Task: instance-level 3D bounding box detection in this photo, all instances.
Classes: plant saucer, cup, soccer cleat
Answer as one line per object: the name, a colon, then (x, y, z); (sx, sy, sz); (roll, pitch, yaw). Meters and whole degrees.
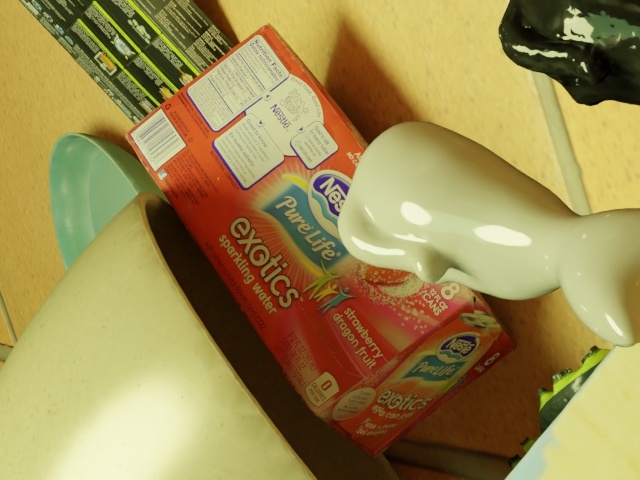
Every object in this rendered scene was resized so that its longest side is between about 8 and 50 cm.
plant saucer: (-0.171, 0.041, 1.782); (0.317, 0.044, 0.317); (44, 146, 41)
cup: (-0.102, 0.170, 1.207); (0.331, 0.237, 0.331); (51, -176, -5)
soccer cleat: (0.164, 0.124, 1.148); (0.072, 0.060, 0.179); (47, 156, 20)

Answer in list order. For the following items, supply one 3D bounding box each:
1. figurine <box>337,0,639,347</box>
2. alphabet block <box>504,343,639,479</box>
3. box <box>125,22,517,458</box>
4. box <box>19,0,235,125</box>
figurine: (0.140, -0.044, 0.876); (0.209, 0.215, 0.092); (20, 154, 54)
alphabet block: (0.206, 0.170, 0.853); (0.193, 0.192, 0.197); (34, -175, -45)
box: (0.000, 0.000, 1.242); (0.257, 0.128, 0.122); (54, -175, 27)
box: (-0.163, -0.180, 1.503); (0.190, 0.045, 0.184); (47, 155, -7)
